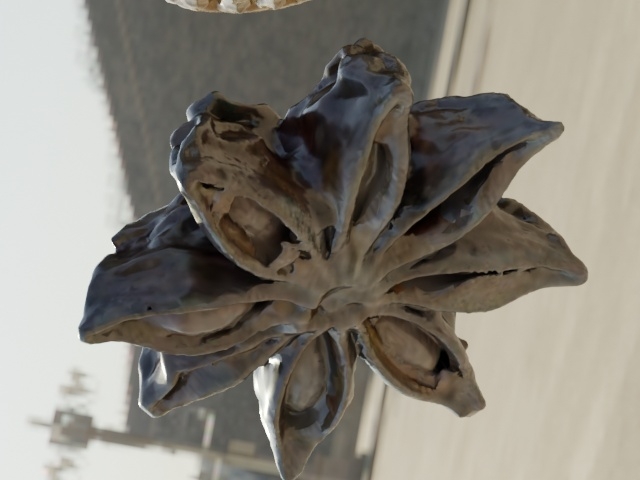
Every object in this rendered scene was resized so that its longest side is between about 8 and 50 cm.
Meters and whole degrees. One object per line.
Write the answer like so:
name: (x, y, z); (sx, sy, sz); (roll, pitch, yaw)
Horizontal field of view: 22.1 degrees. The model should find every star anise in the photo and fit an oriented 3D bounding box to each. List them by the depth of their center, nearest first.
star anise: (-0.001, 0.000, 0.783); (0.223, 0.236, 0.109); (73, 175, -48)

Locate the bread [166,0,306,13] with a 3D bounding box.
bread: (-0.056, -0.285, 1.096); (0.149, 0.274, 0.274); (-102, 22, -81)
